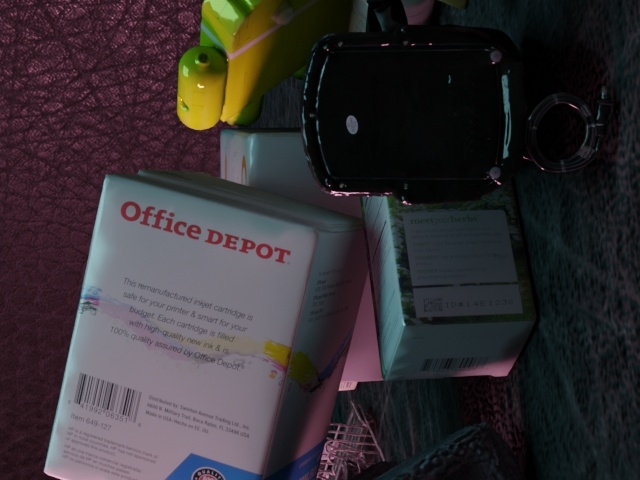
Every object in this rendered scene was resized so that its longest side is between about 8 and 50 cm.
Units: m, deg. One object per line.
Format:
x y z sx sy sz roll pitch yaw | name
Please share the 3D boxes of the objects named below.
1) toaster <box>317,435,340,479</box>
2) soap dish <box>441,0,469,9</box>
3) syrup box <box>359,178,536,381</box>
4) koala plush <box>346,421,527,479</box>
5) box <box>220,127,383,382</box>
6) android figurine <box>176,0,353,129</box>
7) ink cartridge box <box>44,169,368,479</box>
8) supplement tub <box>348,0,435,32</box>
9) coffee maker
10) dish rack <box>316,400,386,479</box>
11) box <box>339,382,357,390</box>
-0.027 0.337 1.771 0.186 0.110 0.168 154 115 -80 | toaster
0.060 -0.323 1.009 0.291 0.118 0.229 -105 15 -61 | soap dish
0.083 -0.026 0.999 0.096 0.093 0.237 102 164 -60 | syrup box
0.063 0.278 0.958 0.221 0.203 0.196 61 145 4 | koala plush
0.000 0.000 1.316 0.345 0.168 0.215 -143 52 -80 | box
-0.028 -0.199 1.227 0.056 0.248 0.273 49 159 11 | android figurine
-0.078 0.077 1.056 0.168 0.171 0.232 -10 -65 -72 | ink cartridge box
0.060 -0.187 1.201 0.107 0.071 0.071 100 165 -52 | supplement tub
0.085 -0.075 0.860 0.178 0.171 0.120 -35 -31 -75 | coffee maker
0.014 0.292 1.462 0.271 0.074 0.208 -115 42 -73 | dish rack
-0.069 0.096 1.581 0.148 0.232 0.127 105 161 -62 | box
